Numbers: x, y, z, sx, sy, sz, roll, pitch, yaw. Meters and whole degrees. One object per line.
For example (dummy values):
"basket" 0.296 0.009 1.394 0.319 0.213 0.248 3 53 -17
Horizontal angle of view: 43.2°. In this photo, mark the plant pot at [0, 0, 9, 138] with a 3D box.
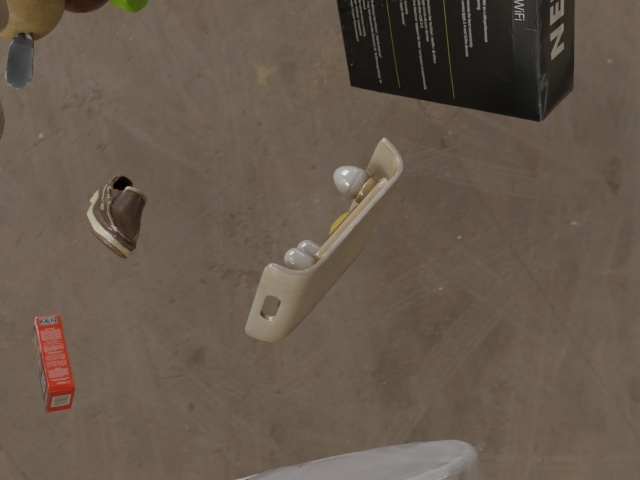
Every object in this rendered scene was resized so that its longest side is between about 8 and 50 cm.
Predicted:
"plant pot" -0.295 -0.080 0.267 0.305 0.334 0.334 28 70 4

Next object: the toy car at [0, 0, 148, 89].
"toy car" -0.300 -0.250 0.848 0.155 0.149 0.188 24 80 16

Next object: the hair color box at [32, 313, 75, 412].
"hair color box" -0.436 0.200 1.321 0.043 0.072 0.141 -4 53 -27

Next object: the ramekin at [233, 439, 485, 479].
"ramekin" -0.027 0.211 0.474 0.272 0.273 0.127 -8 79 -27

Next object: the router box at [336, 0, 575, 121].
"router box" 0.066 -0.160 0.435 0.046 0.133 0.179 -43 136 -34

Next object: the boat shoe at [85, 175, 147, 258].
"boat shoe" -0.358 -0.057 1.445 0.095 0.257 0.095 -46 121 3

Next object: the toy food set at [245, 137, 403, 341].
"toy food set" 0.000 0.000 1.232 0.092 0.220 0.306 37 57 9
